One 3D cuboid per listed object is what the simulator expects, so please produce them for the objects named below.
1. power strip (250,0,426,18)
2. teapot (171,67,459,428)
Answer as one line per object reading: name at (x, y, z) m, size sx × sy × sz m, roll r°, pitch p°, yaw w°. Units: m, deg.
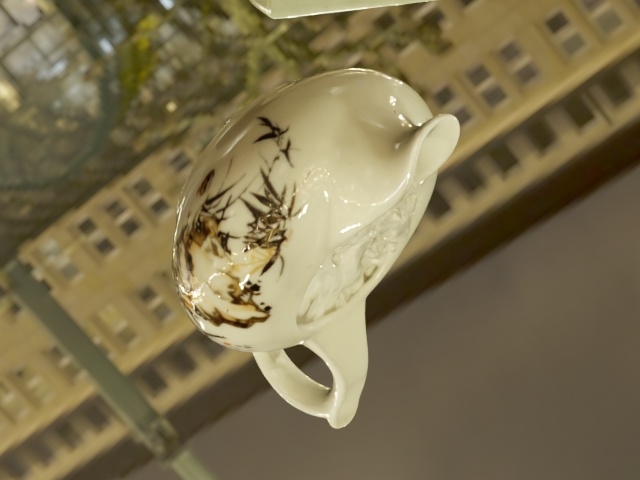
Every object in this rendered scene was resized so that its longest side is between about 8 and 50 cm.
power strip at (0.070, -0.283, 1.686) m, size 0.338 × 0.098 × 0.058 m, roll -12°, pitch -144°, yaw -31°
teapot at (0.000, 0.000, 1.149) m, size 0.208 × 0.166 × 0.299 m, roll -48°, pitch 154°, yaw -39°
